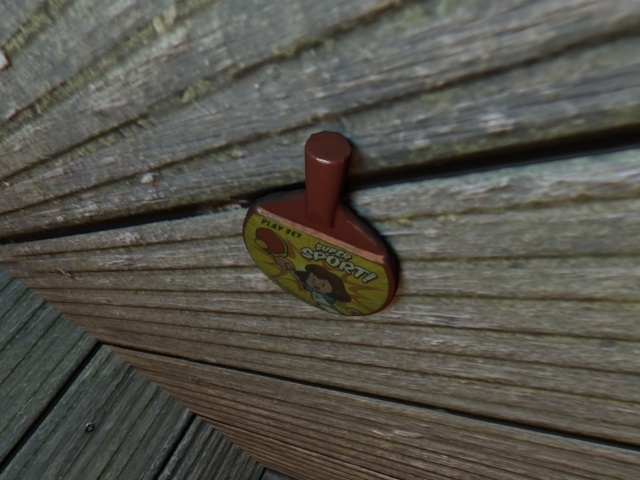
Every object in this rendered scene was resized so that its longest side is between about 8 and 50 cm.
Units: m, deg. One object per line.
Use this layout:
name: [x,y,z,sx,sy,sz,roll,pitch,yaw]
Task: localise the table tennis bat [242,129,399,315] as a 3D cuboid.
table tennis bat: [0.000,0.000,0.533,0.200,0.038,0.310,22,150,10]
